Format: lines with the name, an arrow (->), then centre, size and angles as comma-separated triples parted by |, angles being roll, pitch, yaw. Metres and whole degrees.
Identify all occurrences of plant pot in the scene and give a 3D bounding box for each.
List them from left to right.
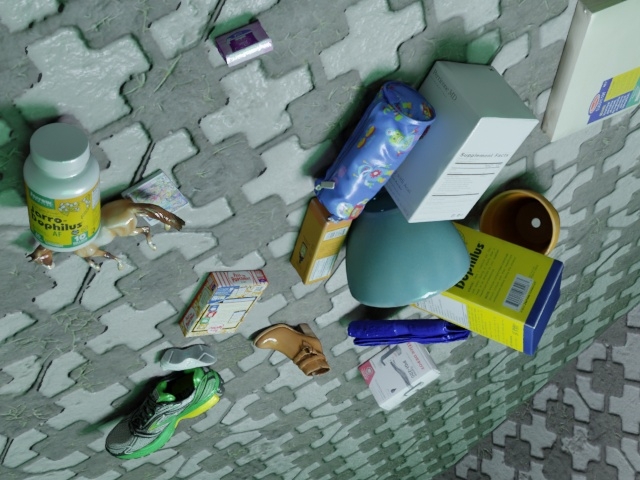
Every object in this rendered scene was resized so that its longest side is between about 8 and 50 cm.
plant pot -> 0.179, -0.008, 1.832 | 0.290, 0.290, 0.196 | -23, 113, -12
plant pot -> 0.560, -0.040, 2.166 | 0.205, 0.205, 0.188 | -48, 160, 28

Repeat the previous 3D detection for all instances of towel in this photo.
towel -> 0.255, 0.261, 2.276 | 0.308, 0.076, 0.227 | -5, 172, 30

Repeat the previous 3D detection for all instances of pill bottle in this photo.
pill bottle -> -0.419, -0.086, 1.303 | 0.117, 0.118, 0.208 | -14, 147, -25

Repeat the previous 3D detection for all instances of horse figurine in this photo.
horse figurine -> -0.387, -0.010, 1.486 | 0.263, 0.066, 0.174 | -27, 148, 12

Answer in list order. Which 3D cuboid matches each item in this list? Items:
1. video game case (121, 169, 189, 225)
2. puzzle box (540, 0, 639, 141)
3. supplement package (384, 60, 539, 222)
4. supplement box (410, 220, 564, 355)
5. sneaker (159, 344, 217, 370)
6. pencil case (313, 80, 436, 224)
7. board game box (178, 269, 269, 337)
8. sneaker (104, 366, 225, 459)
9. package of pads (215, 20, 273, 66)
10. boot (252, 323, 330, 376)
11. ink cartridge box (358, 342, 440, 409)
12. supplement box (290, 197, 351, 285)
video game case -> -0.310, -0.079, 1.513 | 0.087, 0.011, 0.122 | -31, 150, 0
puzzle box -> 0.662, -0.414, 1.820 | 0.272, 0.052, 0.409 | -23, 149, -13
supplement package -> 0.272, -0.202, 1.671 | 0.175, 0.178, 0.293 | -4, 141, -36
supplement box -> 0.412, 0.112, 2.043 | 0.195, 0.356, 0.194 | -60, 156, -19
sneaker -> -0.335, 0.299, 2.021 | 0.152, 0.054, 0.061 | 3, 146, -35
pencil case -> 0.098, -0.176, 1.618 | 0.133, 0.119, 0.306 | 4, 135, -41
board game box -> -0.229, 0.150, 1.889 | 0.146, 0.045, 0.193 | 0, 138, -41
sneaker -> -0.424, 0.432, 2.083 | 0.343, 0.134, 0.146 | -39, 143, -3
package of pads -> -0.122, -0.315, 1.286 | 0.083, 0.050, 0.032 | -25, 149, -10
boot -> -0.072, 0.300, 2.141 | 0.197, 0.152, 0.073 | -7, 143, -35
ink cartridge box -> 0.257, 0.425, 2.607 | 0.217, 0.159, 0.092 | -36, 149, 10
supplement box -> 0.000, 0.000, 1.836 | 0.080, 0.078, 0.233 | -15, 147, -30
